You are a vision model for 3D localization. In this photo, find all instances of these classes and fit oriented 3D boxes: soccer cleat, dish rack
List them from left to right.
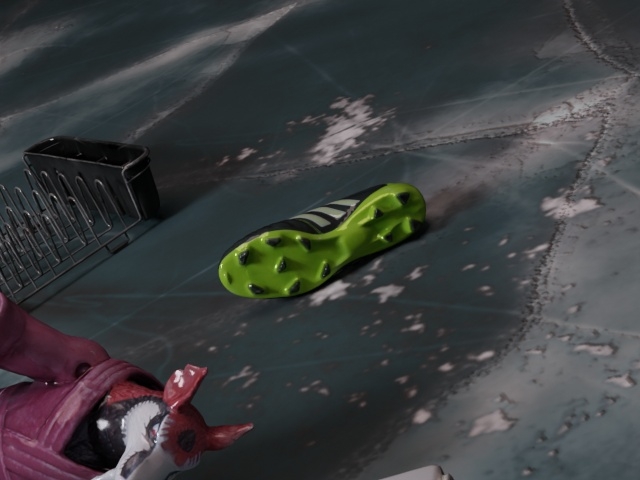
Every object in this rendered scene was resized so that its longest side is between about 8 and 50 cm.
[{"bbox_3d":[-0.297,0.000,1.610,0.271,0.074,0.208,-36,25,-28],"label":"dish rack"},{"bbox_3d":[0.000,0.000,1.361,0.179,0.060,0.072,-21,12,-11],"label":"soccer cleat"}]

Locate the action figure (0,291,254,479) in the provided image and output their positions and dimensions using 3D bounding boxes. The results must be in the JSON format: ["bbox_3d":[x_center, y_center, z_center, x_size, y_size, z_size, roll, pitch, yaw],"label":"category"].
[{"bbox_3d":[-0.201,0.160,1.094,0.370,0.248,0.275,-16,-3,20],"label":"action figure"}]

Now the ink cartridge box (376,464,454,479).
[{"bbox_3d":[-0.050,0.235,0.809,0.272,0.114,0.197,-18,22,14],"label":"ink cartridge box"}]
